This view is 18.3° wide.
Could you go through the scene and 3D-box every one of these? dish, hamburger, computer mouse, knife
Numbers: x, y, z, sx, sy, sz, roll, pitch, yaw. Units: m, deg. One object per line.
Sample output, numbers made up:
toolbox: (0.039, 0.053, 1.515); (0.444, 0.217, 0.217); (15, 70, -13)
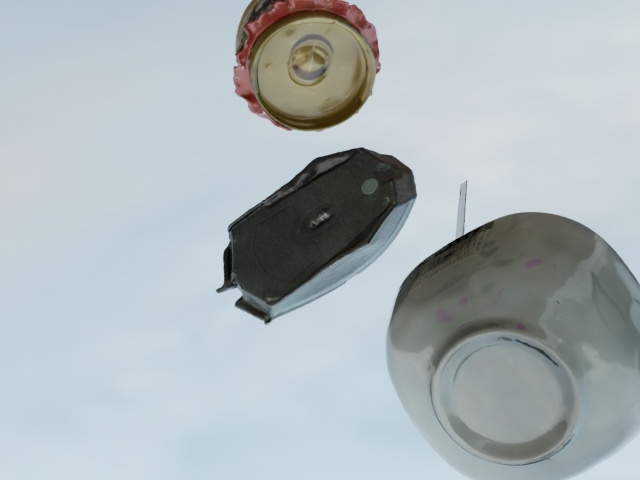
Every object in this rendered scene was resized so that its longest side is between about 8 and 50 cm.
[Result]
dish: (0.172, 0.112, 1.729); (0.256, 0.256, 0.117); (-8, -161, 20)
hamburger: (-0.021, -0.212, 2.233); (0.175, 0.175, 0.137); (-16, -148, -5)
computer mouse: (0.000, 0.000, 1.998); (0.231, 0.071, 0.126); (-37, -126, 5)
knife: (0.165, 0.049, 2.435); (0.019, 0.245, 0.072); (5, 178, -1)
